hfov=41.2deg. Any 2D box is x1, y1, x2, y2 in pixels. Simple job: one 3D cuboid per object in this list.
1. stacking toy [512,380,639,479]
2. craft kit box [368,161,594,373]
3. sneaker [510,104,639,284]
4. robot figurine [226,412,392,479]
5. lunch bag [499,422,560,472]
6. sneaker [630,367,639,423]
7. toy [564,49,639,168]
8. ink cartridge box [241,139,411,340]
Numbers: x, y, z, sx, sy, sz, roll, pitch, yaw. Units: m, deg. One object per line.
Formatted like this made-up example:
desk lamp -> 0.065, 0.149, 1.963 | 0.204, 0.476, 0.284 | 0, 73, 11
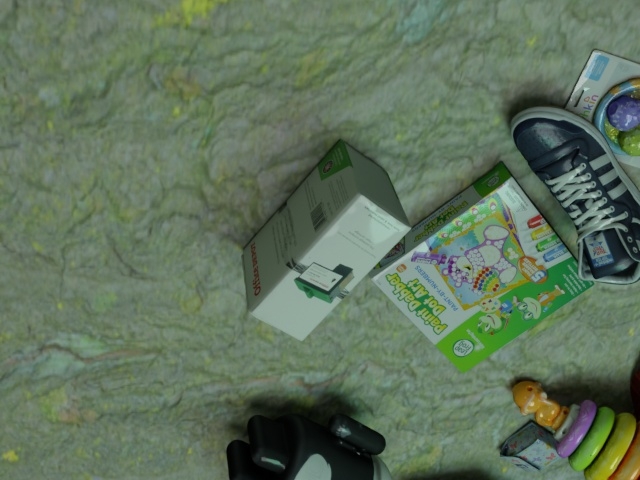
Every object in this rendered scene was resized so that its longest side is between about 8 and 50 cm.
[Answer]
stacking toy -> 0.442, 0.323, 1.375 | 0.302, 0.175, 0.165 | 31, 148, 12
craft kit box -> 0.236, 0.048, 1.256 | 0.247, 0.061, 0.250 | -36, 119, 16
sneaker -> 0.354, -0.051, 1.143 | 0.282, 0.153, 0.099 | 38, 137, -28
robot figurine -> -0.013, 0.380, 1.352 | 0.278, 0.173, 0.209 | 31, 147, -24
lunch bag -> 0.362, 0.365, 1.470 | 0.071, 0.053, 0.083 | 36, 119, -24
sneaker -> 0.603, 0.270, 1.444 | 0.128, 0.087, 0.221 | -17, 135, -9
toy -> 0.452, -0.157, 1.162 | 0.237, 0.056, 0.136 | 13, 117, -16
ink cartridge box -> 0.000, 0.000, 1.126 | 0.093, 0.160, 0.219 | 33, 112, -25
